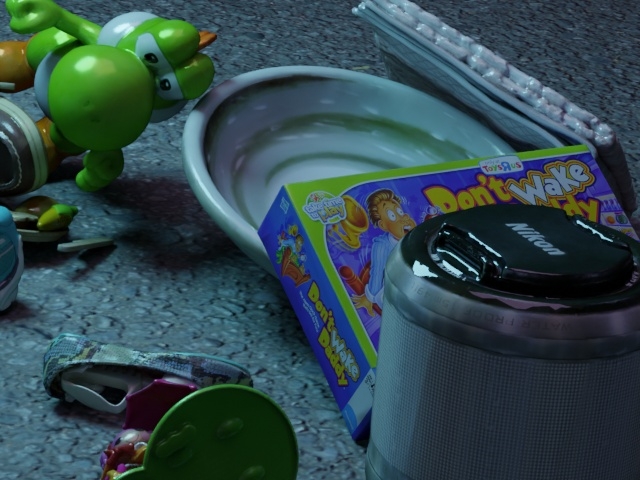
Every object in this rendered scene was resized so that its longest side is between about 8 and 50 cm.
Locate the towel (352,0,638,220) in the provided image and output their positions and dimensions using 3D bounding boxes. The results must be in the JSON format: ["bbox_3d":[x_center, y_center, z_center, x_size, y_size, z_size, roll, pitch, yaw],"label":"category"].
[{"bbox_3d":[0.194,-0.144,2.200,0.332,0.053,0.317,35,-3,17],"label":"towel"}]

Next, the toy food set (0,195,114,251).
[{"bbox_3d":[-0.321,-0.028,2.085,0.192,0.038,0.132,11,8,16],"label":"toy food set"}]

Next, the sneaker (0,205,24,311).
[{"bbox_3d":[-0.424,0.006,1.919,0.275,0.110,0.107,0,22,-10],"label":"sneaker"}]

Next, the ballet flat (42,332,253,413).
[{"bbox_3d":[-0.155,0.130,1.753,0.188,0.070,0.070,7,22,10],"label":"ballet flat"}]

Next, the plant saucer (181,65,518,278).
[{"bbox_3d":[0.044,-0.029,2.047,0.401,0.100,0.400,13,36,-10],"label":"plant saucer"}]

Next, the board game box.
[{"bbox_3d":[0.145,0.041,1.853,0.347,0.078,0.233,-9,58,-30],"label":"board game box"}]

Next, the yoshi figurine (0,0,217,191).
[{"bbox_3d":[-0.259,-0.159,2.130,0.204,0.203,0.362,28,-19,-28],"label":"yoshi figurine"}]

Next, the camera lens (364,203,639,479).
[{"bbox_3d":[0.149,0.124,1.529,0.219,0.274,0.219,4,22,-2],"label":"camera lens"}]

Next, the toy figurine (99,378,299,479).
[{"bbox_3d":[-0.125,0.174,1.611,0.173,0.130,0.159,-30,20,-17],"label":"toy figurine"}]

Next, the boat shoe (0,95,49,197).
[{"bbox_3d":[-0.440,-0.096,2.165,0.342,0.123,0.123,14,32,37],"label":"boat shoe"}]

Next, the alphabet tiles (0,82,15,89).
[{"bbox_3d":[-0.458,-0.176,2.189,0.198,0.009,0.237,3,2,-21],"label":"alphabet tiles"}]
